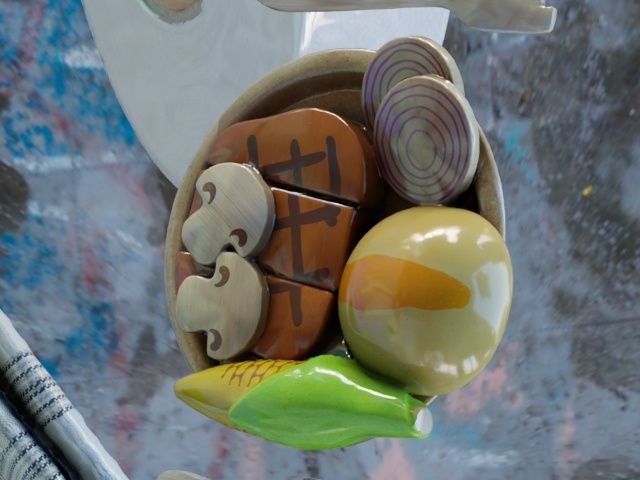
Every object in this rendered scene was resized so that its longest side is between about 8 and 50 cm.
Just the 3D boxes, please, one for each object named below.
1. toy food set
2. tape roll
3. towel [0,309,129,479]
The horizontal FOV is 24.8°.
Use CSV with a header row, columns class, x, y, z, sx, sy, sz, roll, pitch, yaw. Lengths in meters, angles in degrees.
class,x,y,z,sx,sy,sz,roll,pitch,yaw
toy food set,0.000,0.000,0.434,0.132,0.038,0.192,7,84,35
tape roll,-0.054,-0.210,0.690,0.072,0.392,0.392,-12,79,-22
towel,-0.184,0.157,0.923,0.056,0.312,0.324,-38,81,-25
